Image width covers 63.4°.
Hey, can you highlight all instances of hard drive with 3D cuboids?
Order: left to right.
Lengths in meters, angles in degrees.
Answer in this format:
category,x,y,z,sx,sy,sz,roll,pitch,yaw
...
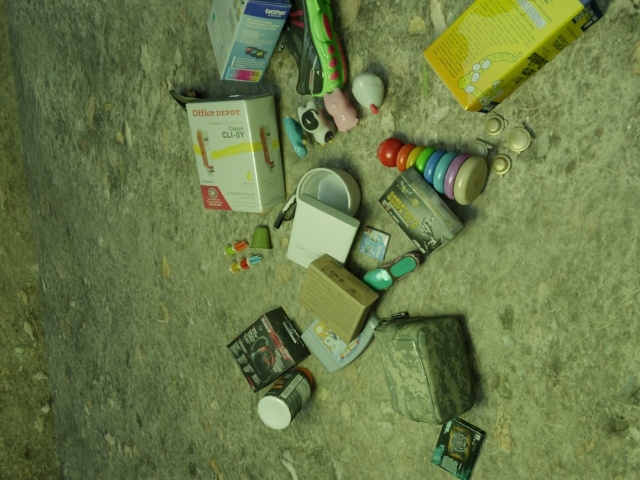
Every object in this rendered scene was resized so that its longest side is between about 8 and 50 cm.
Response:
category,x,y,z,sx,sy,sz,roll,pitch,yaw
hard drive,0.000,0.000,1.692,0.202,0.040,0.308,27,142,9

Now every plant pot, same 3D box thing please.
category,x,y,z,sx,sy,sz,roll,pitch,yaw
plant pot,-0.223,-0.008,1.936,0.083,0.083,0.079,2,88,34

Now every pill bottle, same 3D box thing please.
category,x,y,z,sx,sy,sz,roll,pitch,yaw
pill bottle,-0.112,0.551,1.851,0.130,0.245,0.131,7,107,21

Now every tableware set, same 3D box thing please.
category,x,y,z,sx,sy,sz,roll,pitch,yaw
tableware set,0.490,-0.262,1.434,0.141,0.020,0.169,43,121,21

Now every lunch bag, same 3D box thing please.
category,x,y,z,sx,sy,sz,roll,pitch,yaw
lunch bag,0.293,0.378,1.572,0.256,0.212,0.306,-16,87,52

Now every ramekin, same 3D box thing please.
category,x,y,z,sx,sy,sz,roll,pitch,yaw
ramekin,0.034,-0.142,1.704,0.207,0.109,0.208,10,110,31

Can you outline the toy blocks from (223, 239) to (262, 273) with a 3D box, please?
category,x,y,z,sx,sy,sz,roll,pitch,yaw
toy blocks,-0.297,0.054,2.006,0.148,0.054,0.123,-20,87,35

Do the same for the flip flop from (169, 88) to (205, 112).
category,x,y,z,sx,sy,sz,roll,pitch,yaw
flip flop,-0.480,-0.538,2.000,0.277,0.112,0.080,22,71,40

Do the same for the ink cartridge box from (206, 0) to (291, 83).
category,x,y,z,sx,sy,sz,roll,pitch,yaw
ink cartridge box,-0.228,-0.736,1.638,0.395,0.151,0.270,-51,51,55

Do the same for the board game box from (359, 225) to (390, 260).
category,x,y,z,sx,sy,sz,roll,pitch,yaw
board game box,0.177,0.010,1.696,0.090,0.020,0.090,22,110,28

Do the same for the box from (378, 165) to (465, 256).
category,x,y,z,sx,sy,sz,roll,pitch,yaw
box,0.288,-0.080,1.513,0.231,0.056,0.183,51,157,7

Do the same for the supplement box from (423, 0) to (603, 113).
category,x,y,z,sx,sy,sz,roll,pitch,yaw
supplement box,0.474,-0.511,1.292,0.356,0.194,0.195,-41,76,33

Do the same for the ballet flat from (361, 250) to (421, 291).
category,x,y,z,sx,sy,sz,roll,pitch,yaw
ballet flat,0.230,0.097,1.641,0.221,0.079,0.077,-34,86,33

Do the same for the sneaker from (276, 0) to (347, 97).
category,x,y,z,sx,sy,sz,roll,pitch,yaw
sneaker,-0.063,-0.687,1.626,0.202,0.185,0.484,-11,91,27

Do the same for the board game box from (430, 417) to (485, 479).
category,x,y,z,sx,sy,sz,roll,pitch,yaw
board game box,0.432,0.653,1.638,0.126,0.026,0.186,23,111,29

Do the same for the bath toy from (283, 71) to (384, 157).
category,x,y,z,sx,sy,sz,roll,pitch,yaw
bath toy,0.054,-0.392,1.636,0.348,0.151,0.129,-24,72,27

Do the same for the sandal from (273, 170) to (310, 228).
category,x,y,z,sx,sy,sz,roll,pitch,yaw
sandal,-0.090,-0.128,1.815,0.054,0.097,0.255,34,120,-6

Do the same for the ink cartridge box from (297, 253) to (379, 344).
category,x,y,z,sx,sy,sz,roll,pitch,yaw
ink cartridge box,0.053,0.189,1.683,0.234,0.088,0.193,38,135,21

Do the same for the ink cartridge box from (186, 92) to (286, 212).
category,x,y,z,sx,sy,sz,roll,pitch,yaw
ink cartridge box,-0.295,-0.308,1.827,0.279,0.160,0.385,6,113,32

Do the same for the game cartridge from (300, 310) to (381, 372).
category,x,y,z,sx,sy,sz,roll,pitch,yaw
game cartridge,0.073,0.322,1.807,0.198,0.062,0.297,51,122,21

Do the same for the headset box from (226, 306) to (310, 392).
category,x,y,z,sx,sy,sz,roll,pitch,yaw
headset box,-0.191,0.408,1.965,0.293,0.110,0.218,-43,75,32

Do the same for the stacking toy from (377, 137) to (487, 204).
category,x,y,z,sx,sy,sz,roll,pitch,yaw
stacking toy,0.306,-0.217,1.508,0.330,0.141,0.141,26,113,36
